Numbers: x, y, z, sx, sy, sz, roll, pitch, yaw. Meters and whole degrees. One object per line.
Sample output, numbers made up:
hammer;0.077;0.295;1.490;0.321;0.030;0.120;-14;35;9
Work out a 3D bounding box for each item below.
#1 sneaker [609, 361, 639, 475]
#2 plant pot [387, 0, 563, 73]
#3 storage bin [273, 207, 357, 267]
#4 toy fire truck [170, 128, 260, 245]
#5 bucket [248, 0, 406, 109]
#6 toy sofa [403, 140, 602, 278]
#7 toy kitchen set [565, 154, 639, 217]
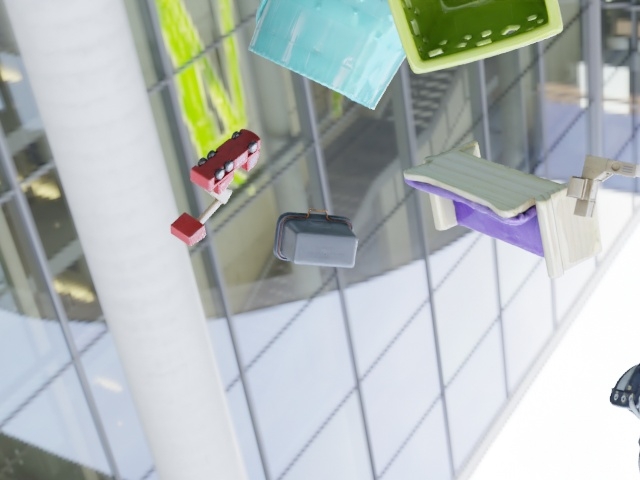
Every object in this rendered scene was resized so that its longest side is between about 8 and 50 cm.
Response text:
sneaker;0.417;0.227;1.420;0.099;0.153;0.282;38;-132;-4
plant pot;0.217;-0.396;1.698;0.227;0.228;0.207;-14;-162;14
storage bin;0.000;0.000;1.944;0.135;0.098;0.091;4;-167;-17
toy fire truck;-0.177;-0.093;1.988;0.047;0.135;0.192;33;-127;20
bucket;0.022;-0.353;1.959;0.281;0.183;0.281;26;-173;-3
toy sofa;0.312;-0.053;2.060;0.177;0.150;0.362;-24;-155;-22
toy kitchen set;0.377;-0.068;1.549;0.075;0.083;0.068;15;-173;33
